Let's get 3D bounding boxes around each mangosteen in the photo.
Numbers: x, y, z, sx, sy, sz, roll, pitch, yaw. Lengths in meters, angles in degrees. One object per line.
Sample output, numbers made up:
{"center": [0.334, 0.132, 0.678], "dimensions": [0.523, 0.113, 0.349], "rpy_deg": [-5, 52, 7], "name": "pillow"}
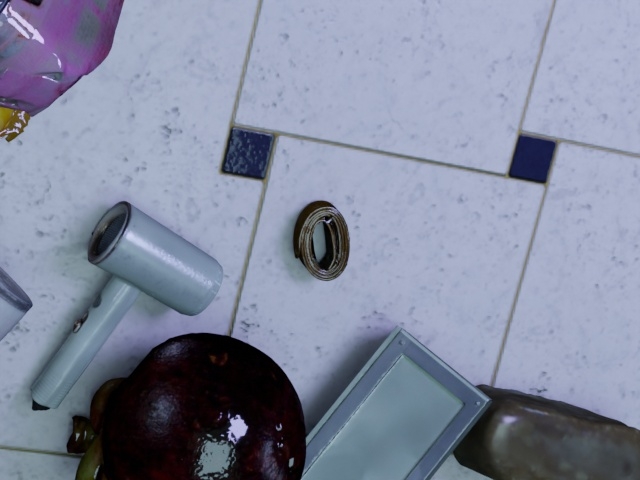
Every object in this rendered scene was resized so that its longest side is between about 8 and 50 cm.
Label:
{"center": [-0.145, 0.206, 1.696], "dimensions": [0.265, 0.228, 0.228], "rpy_deg": [-3, 112, 23], "name": "mangosteen"}

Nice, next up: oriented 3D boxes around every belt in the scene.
{"center": [0.000, 0.000, 1.767], "dimensions": [0.059, 0.036, 0.083], "rpy_deg": [-7, 108, -11], "name": "belt"}

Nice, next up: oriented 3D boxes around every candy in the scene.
{"center": [0.265, 0.238, 1.896], "dimensions": [0.234, 0.104, 0.102], "rpy_deg": [14, 96, -23], "name": "candy"}

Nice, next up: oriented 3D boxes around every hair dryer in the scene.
{"center": [-0.216, 0.089, 1.698], "dimensions": [0.131, 0.073, 0.236], "rpy_deg": [34, 95, -26], "name": "hair dryer"}

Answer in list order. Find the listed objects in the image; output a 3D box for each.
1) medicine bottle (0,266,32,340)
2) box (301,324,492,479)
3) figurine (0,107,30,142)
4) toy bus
{"center": [-0.408, 0.117, 1.594], "dimensions": [0.258, 0.143, 0.143], "rpy_deg": [-46, 115, -1], "name": "medicine bottle"}
{"center": [0.066, 0.221, 1.797], "dimensions": [0.129, 0.086, 0.225], "rpy_deg": [39, 91, 10], "name": "box"}
{"center": [-0.351, -0.197, 1.529], "dimensions": [0.131, 0.156, 0.246], "rpy_deg": [-31, 110, -34], "name": "figurine"}
{"center": [-0.252, -0.249, 1.467], "dimensions": [0.127, 0.302, 0.147], "rpy_deg": [-21, 132, 35], "name": "toy bus"}
